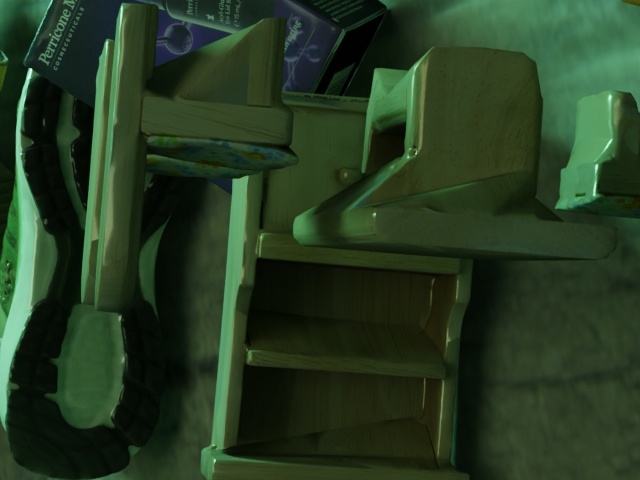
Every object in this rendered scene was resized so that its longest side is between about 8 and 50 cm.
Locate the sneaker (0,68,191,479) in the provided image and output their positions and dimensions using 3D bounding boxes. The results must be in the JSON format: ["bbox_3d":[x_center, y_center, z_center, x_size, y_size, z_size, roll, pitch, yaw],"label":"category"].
[{"bbox_3d":[-0.205,-0.021,1.446,0.182,0.158,0.410,10,90,64],"label":"sneaker"}]

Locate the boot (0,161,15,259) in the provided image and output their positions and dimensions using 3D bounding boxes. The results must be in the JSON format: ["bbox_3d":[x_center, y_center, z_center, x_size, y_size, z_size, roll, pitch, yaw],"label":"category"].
[{"bbox_3d":[-0.341,0.008,1.632,0.248,0.090,0.207,62,140,27],"label":"boot"}]

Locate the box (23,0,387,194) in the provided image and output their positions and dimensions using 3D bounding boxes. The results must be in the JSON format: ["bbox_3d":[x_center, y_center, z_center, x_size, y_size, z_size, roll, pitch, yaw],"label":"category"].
[{"bbox_3d":[-0.083,-0.147,1.274,0.207,0.108,0.153,31,113,9],"label":"box"}]

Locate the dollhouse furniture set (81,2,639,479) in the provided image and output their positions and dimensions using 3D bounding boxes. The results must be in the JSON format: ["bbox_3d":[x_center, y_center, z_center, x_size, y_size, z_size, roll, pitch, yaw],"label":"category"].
[{"bbox_3d":[0.044,0.033,1.013,0.394,0.362,0.256,177,97,-79],"label":"dollhouse furniture set"}]

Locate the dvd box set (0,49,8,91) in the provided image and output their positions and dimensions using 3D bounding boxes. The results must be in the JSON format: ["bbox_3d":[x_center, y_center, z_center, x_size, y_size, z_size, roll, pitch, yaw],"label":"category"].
[{"bbox_3d":[-0.408,-0.051,1.592,0.307,0.062,0.420,48,127,43],"label":"dvd box set"}]

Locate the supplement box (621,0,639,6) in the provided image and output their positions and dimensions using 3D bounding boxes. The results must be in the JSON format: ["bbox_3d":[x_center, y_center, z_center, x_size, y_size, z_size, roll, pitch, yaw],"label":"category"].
[{"bbox_3d":[0.282,-0.185,0.895,0.194,0.129,0.191,19,102,20],"label":"supplement box"}]
